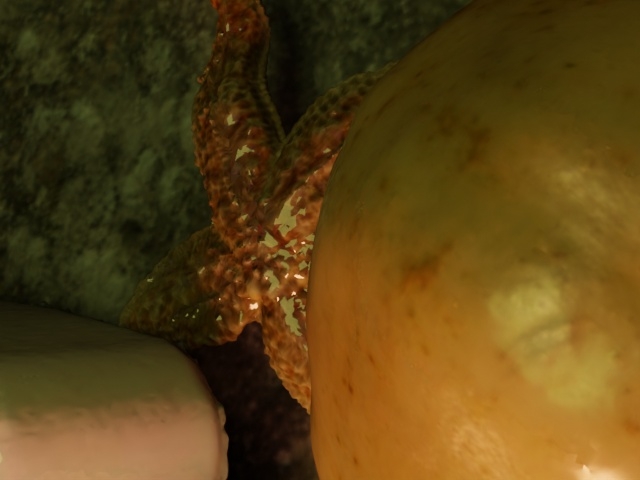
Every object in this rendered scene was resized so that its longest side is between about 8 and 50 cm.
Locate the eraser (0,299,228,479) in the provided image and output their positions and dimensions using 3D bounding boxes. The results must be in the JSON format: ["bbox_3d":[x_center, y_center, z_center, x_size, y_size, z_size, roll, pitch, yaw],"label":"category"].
[{"bbox_3d":[-0.187,0.150,0.916,0.331,0.150,0.331,2,92,51],"label":"eraser"}]

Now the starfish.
[{"bbox_3d":[-0.007,0.000,0.891,0.327,0.094,0.375,-24,75,28],"label":"starfish"}]

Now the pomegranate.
[{"bbox_3d":[0.153,0.045,0.626,0.342,0.342,0.342,-6,80,35],"label":"pomegranate"}]
